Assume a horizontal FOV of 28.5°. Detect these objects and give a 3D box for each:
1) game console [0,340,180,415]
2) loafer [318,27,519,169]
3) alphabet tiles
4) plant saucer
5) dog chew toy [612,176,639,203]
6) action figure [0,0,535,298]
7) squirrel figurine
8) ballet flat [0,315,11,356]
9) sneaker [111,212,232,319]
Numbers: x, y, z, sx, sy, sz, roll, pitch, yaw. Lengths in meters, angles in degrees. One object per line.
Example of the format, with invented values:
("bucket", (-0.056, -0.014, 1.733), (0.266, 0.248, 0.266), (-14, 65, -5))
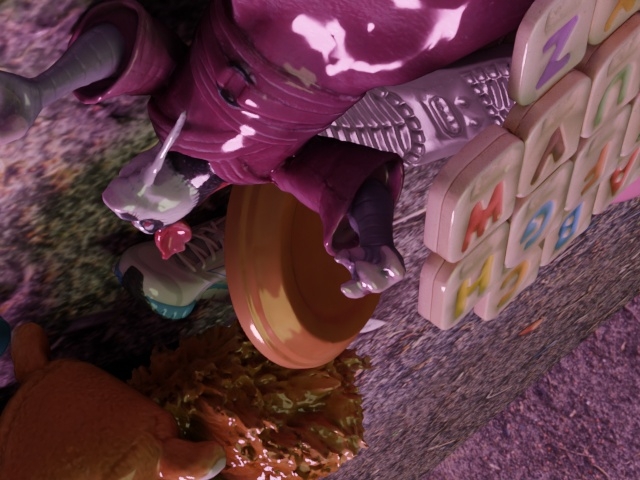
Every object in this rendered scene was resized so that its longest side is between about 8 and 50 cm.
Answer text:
("game console", (-0.324, 0.247, 1.198), (0.386, 0.060, 0.342), (-18, 148, -43))
("loafer", (0.075, -0.107, 0.839), (0.087, 0.251, 0.094), (-58, 135, -36))
("alphabet tiles", (0.157, -0.071, 0.713), (0.284, 0.021, 0.278), (-41, 154, -24))
("plant saucer", (0.000, 0.000, 0.969), (0.037, 0.200, 0.200), (2, -177, 33))
("dog chew toy", (0.199, -0.170, 0.890), (0.206, 0.207, 0.332), (-30, 151, -15))
("action figure", (-0.026, -0.124, 0.717), (0.370, 0.248, 0.276), (-41, -159, 42))
("squirrel figurine", (-0.149, 0.192, 1.028), (0.397, 0.281, 0.370), (-44, 154, -31))
("ballet flat", (-0.285, 0.086, 0.873), (0.168, 0.052, 0.057), (-38, 136, -57))
("sneaker", (-0.093, 0.008, 1.009), (0.083, 0.071, 0.190), (-50, 165, 20))
